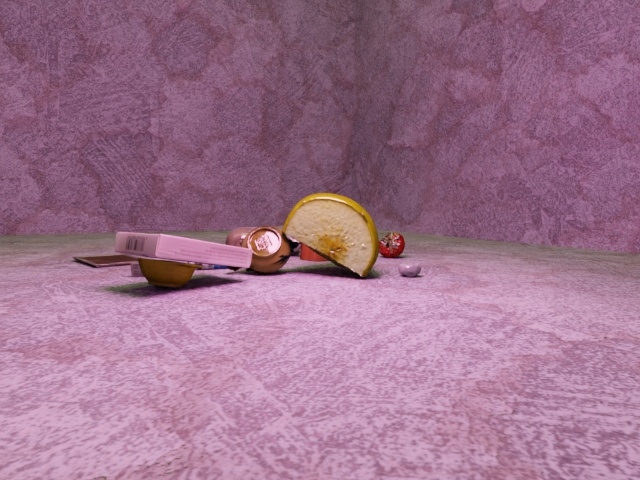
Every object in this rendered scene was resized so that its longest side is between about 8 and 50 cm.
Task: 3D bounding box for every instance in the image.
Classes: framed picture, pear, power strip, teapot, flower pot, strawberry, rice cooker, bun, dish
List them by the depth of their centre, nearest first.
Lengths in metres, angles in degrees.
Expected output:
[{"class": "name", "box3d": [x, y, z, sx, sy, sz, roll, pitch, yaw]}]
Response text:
[{"class": "dish", "box3d": [-0.438, 0.096, 1.284, 0.208, 0.079, 0.149, 6, -3, 15]}, {"class": "power strip", "box3d": [-0.556, 0.095, 1.463, 0.137, 0.050, 0.019, 2, 9, -3]}, {"class": "bun", "box3d": [0.314, 0.104, 1.562, 0.084, 0.045, 0.083, 4, 4, 0]}, {"class": "teapot", "box3d": [-0.204, 0.051, 1.589, 0.270, 0.173, 0.182, -24, -26, -12]}, {"class": "pear", "box3d": [0.067, -0.034, 1.627, 0.343, 0.238, 0.318, 29, 4, 7]}, {"class": "framed picture", "box3d": [-0.843, 0.079, 1.792, 0.217, 0.015, 0.274, -3, 7, -44]}, {"class": "rice cooker", "box3d": [-0.300, 0.017, 1.904, 0.207, 0.144, 0.127, 2, 16, -21]}, {"class": "flower pot", "box3d": [0.000, 0.000, 1.996, 0.191, 0.173, 0.190, 1, 7, 0]}, {"class": "strawberry", "box3d": [0.336, 0.034, 2.093, 0.131, 0.148, 0.131, -10, 44, 10]}]

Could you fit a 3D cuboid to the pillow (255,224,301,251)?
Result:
[{"class": "pillow", "box3d": [-0.229, -0.004, 2.170, 0.284, 0.138, 0.310, 0, 8, -1]}]

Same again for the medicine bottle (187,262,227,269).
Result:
[{"class": "medicine bottle", "box3d": [-0.393, 0.082, 1.654, 0.191, 0.051, 0.051, -2, 6, -23]}]

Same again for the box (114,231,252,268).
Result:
[{"class": "box", "box3d": [-0.393, 0.031, 1.317, 0.200, 0.065, 0.344, 3, -6, 35]}]
